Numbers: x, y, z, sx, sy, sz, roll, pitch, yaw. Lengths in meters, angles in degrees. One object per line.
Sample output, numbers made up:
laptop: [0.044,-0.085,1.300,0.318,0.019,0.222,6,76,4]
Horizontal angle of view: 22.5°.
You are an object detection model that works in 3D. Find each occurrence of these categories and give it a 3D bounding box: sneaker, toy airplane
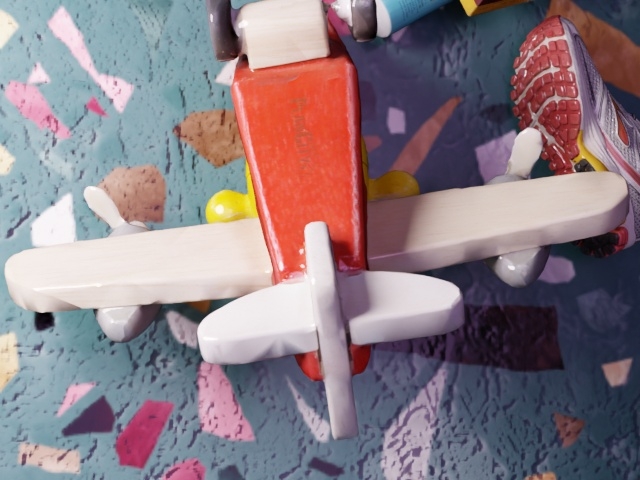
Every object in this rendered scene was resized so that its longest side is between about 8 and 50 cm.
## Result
sneaker: [0.247,-0.099,1.479,0.093,0.088,0.225,-17,88,-35]
toy airplane: [0.000,0.000,1.300,0.386,0.272,0.384,30,61,24]

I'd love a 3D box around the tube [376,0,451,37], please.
tube: [0.125,-0.258,1.477,0.207,0.052,0.080,-33,94,-21]

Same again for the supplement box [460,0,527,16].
supplement box: [0.178,-0.335,1.393,0.129,0.194,0.191,-18,76,-26]
